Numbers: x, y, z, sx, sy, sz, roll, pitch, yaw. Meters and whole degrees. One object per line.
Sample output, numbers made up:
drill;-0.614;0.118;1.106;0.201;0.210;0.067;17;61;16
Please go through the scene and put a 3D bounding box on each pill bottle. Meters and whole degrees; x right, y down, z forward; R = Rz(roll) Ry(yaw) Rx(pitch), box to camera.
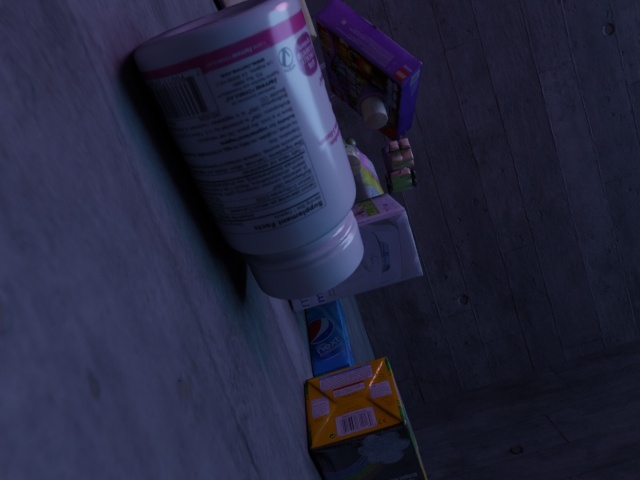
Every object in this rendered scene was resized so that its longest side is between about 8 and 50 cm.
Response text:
pill bottle;-0.055;-0.087;0.510;0.160;0.160;0.283;-101;172;-59

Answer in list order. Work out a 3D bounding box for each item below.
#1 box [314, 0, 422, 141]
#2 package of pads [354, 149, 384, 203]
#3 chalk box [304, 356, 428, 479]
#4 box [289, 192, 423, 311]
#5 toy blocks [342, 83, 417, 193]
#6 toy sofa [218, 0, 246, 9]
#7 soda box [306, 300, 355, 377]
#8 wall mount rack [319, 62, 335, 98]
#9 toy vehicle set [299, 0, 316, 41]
box;0.096;-0.318;0.964;0.201;0.057;0.293;42;-1;11
package of pads;0.050;-0.089;1.221;0.101;0.229;0.297;39;26;-29
chalk box;0.073;0.303;0.707;0.132;0.132;0.213;-100;172;-62
box;0.046;0.008;0.922;0.262;0.230;0.127;-88;160;-79
toy blocks;0.011;-0.244;1.012;0.289;0.308;0.260;66;12;-57
toy sofa;-0.208;-0.634;1.182;0.150;0.177;0.362;47;-6;24
soda box;0.018;0.187;0.915;0.210;0.067;0.071;-102;172;-58
wall mount rack;-0.007;-0.350;1.270;0.350;0.130;0.304;-99;-153;-50
toy vehicle set;-0.119;-0.570;1.410;0.266;0.035;0.166;-35;-113;48
